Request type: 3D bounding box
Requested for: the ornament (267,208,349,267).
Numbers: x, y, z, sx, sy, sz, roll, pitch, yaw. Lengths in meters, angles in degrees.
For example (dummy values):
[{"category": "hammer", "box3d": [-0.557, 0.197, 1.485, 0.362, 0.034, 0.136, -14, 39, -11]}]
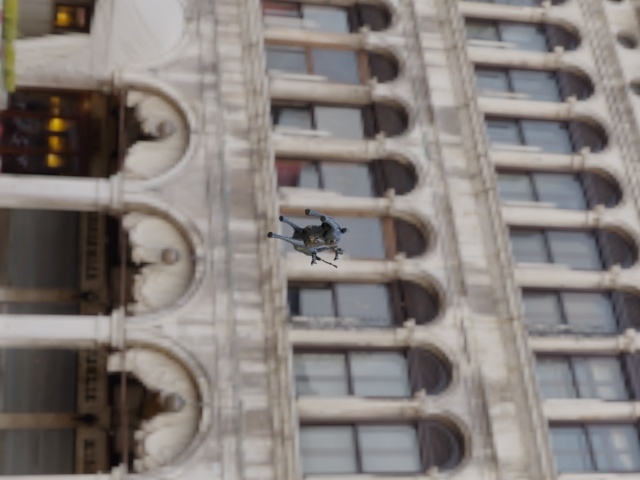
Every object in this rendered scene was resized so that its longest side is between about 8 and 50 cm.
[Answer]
[{"category": "ornament", "box3d": [0.000, 0.000, 1.230, 0.125, 0.073, 0.028, 40, 40, -57]}]
